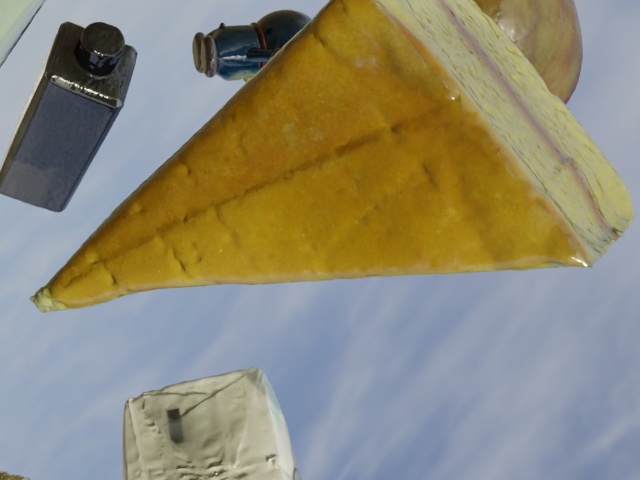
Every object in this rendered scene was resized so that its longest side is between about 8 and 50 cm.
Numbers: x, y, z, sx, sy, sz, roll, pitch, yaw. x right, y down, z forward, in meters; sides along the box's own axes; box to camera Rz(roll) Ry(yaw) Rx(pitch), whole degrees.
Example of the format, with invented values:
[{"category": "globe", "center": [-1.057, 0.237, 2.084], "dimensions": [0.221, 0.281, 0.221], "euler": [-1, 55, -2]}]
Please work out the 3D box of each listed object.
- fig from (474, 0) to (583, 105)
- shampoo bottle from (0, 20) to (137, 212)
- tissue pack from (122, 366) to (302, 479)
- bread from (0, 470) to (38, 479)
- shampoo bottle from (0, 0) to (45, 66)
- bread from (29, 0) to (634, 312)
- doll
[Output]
[{"category": "fig", "center": [0.133, -0.253, 1.215], "dimensions": [0.217, 0.217, 0.320], "euler": [-12, -110, 56]}, {"category": "shampoo bottle", "center": [-0.244, -0.123, 1.305], "dimensions": [0.246, 0.079, 0.080], "euler": [131, -27, -51]}, {"category": "tissue pack", "center": [-0.101, 0.356, 1.558], "dimensions": [0.194, 0.356, 0.266], "euler": [-11, -129, -1]}, {"category": "bread", "center": [-0.324, 0.348, 1.220], "dimensions": [0.263, 0.198, 0.236], "euler": [-39, -158, -27]}, {"category": "shampoo bottle", "center": [-0.238, -0.115, 0.838], "dimensions": [0.359, 0.078, 0.134], "euler": [-45, -146, 37]}, {"category": "bread", "center": [0.000, 0.000, 0.973], "dimensions": [0.362, 0.245, 0.233], "euler": [-38, 175, 23]}, {"category": "doll", "center": [-0.058, -0.203, 1.447], "dimensions": [0.114, 0.152, 0.085], "euler": [-143, -130, -61]}]
